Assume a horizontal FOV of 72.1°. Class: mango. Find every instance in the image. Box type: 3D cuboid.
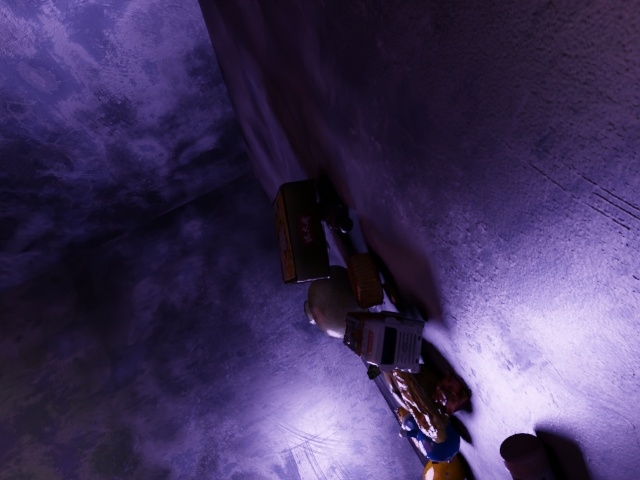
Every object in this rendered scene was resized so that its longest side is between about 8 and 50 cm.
[{"bbox_3d":[0.549,1.035,1.956,0.160,0.191,0.290,44,156,41],"label":"mango"}]

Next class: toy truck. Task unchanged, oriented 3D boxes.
[{"bbox_3d":[0.201,0.331,1.506,0.387,0.207,0.173,155,122,-80],"label":"toy truck"}]

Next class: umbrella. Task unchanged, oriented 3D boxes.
[{"bbox_3d":[0.047,-0.094,1.641,0.326,0.091,0.094,-138,35,-69],"label":"umbrella"}]

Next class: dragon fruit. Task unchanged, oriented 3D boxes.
[{"bbox_3d":[0.407,0.503,1.408,0.147,0.096,0.102,74,169,-46],"label":"dragon fruit"}]

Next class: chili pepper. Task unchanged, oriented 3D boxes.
[{"bbox_3d":[0.234,0.462,1.677,0.059,0.088,0.227,53,-145,2],"label":"chili pepper"}]

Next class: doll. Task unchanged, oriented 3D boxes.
[{"bbox_3d":[0.437,0.780,1.755,0.257,0.216,0.160,-179,81,-72],"label":"doll"}]

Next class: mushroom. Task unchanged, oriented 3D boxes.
[{"bbox_3d":[0.071,0.284,1.989,0.352,0.261,0.351,49,-152,-36],"label":"mushroom"}]

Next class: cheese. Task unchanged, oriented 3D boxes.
[{"bbox_3d":[0.368,0.636,1.970,0.315,0.128,0.259,61,-178,24],"label":"cheese"}]

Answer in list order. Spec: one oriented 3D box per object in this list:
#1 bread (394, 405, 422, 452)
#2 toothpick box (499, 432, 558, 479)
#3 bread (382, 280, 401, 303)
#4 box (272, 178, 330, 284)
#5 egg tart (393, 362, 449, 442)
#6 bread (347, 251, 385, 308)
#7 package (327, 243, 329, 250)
[{"bbox_3d":[0.464,0.856,2.026,0.241,0.136,0.106,53,165,40],"label":"bread"},{"bbox_3d":[0.493,0.541,1.023,0.148,0.099,0.098,62,171,-10],"label":"toothpick box"},{"bbox_3d":[0.246,0.180,1.530,0.083,0.036,0.047,61,163,12],"label":"bread"},{"bbox_3d":[-0.089,-0.015,1.776,0.420,0.139,0.372,150,112,-77],"label":"box"},{"bbox_3d":[0.378,0.563,1.610,0.341,0.132,0.341,63,174,12],"label":"egg tart"},{"bbox_3d":[0.155,0.144,1.563,0.199,0.104,0.198,167,90,-89],"label":"bread"},{"bbox_3d":[0.000,0.000,2.399,0.173,0.027,0.171,56,170,15],"label":"package"}]
